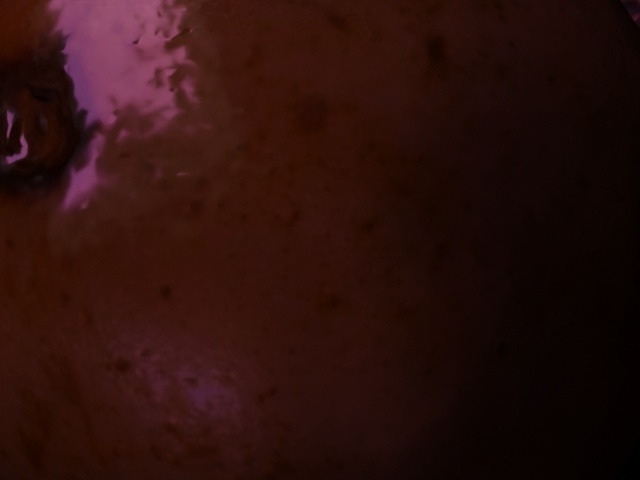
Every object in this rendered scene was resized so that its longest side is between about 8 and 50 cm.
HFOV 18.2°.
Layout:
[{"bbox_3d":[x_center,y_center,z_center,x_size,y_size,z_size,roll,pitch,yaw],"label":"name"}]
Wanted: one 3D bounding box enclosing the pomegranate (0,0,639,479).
[{"bbox_3d":[-0.009,-0.011,0.721,0.307,0.307,0.307,-32,35,26],"label":"pomegranate"}]
